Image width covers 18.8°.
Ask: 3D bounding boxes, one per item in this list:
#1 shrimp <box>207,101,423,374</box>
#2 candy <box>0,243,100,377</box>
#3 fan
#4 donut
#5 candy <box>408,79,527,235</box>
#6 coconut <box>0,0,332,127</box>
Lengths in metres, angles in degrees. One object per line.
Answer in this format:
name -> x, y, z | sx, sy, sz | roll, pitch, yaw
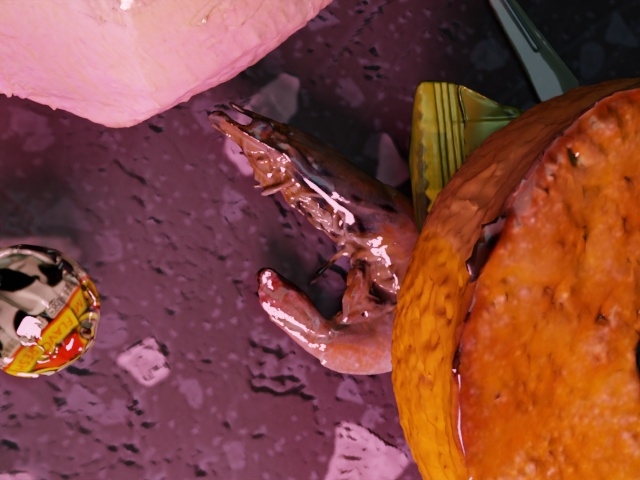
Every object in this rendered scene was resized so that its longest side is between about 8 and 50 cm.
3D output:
shrimp -> 0.001, 0.000, 1.437 | 0.251, 0.052, 0.143 | 39, 74, -12
candy -> -0.279, -0.021, 1.335 | 0.305, 0.083, 0.091 | 41, 72, -2
fan -> 0.144, -0.189, 1.537 | 0.038, 0.016, 0.193 | -35, 95, -19
donut -> 0.237, 0.049, 1.411 | 0.435, 0.163, 0.378 | -30, 113, -19
candy -> 0.181, -0.056, 1.493 | 0.246, 0.069, 0.149 | -6, 88, -36
coconut -> -0.140, -0.272, 1.281 | 0.404, 0.404, 0.405 | 3, 81, -20
